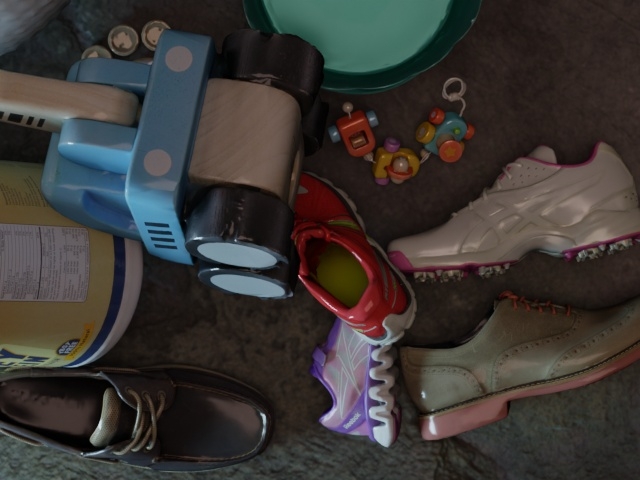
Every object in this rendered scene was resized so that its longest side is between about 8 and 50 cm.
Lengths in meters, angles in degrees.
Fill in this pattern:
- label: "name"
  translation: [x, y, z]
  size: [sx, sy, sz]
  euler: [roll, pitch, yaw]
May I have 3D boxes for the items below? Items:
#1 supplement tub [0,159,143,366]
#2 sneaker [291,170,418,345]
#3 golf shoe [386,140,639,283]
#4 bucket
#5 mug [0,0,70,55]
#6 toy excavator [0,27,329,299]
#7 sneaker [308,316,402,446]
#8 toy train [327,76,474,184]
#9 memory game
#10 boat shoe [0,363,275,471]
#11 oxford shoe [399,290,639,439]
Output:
- label: "supplement tub"
  translation: [-0.374, 0.023, 1.798]
  size: [0.316, 0.228, 0.228]
  euler: [3, 97, -43]
- label: "sneaker"
  translation: [0.000, 0.000, 1.874]
  size: [0.107, 0.118, 0.279]
  euler: [-50, 57, 6]
- label: "golf shoe"
  translation: [0.217, -0.031, 1.933]
  size: [0.306, 0.115, 0.140]
  euler: [-11, 86, -6]
- label: "bucket"
  translation: [0.046, -0.297, 1.860]
  size: [0.281, 0.183, 0.281]
  euler: [0, 96, 0]
- label: "mug"
  translation: [-0.394, -0.342, 1.675]
  size: [0.374, 0.328, 0.276]
  euler: [4, 57, -24]
- label: "toy excavator"
  translation: [-0.230, -0.115, 1.667]
  size: [0.445, 0.433, 0.222]
  euler: [8, 75, 4]
- label: "sneaker"
  translation: [0.037, 0.122, 1.950]
  size: [0.104, 0.095, 0.236]
  euler: [-1, 95, 11]
- label: "toy train"
  translation: [0.098, -0.117, 1.917]
  size: [0.166, 0.046, 0.125]
  euler: [-19, 131, -1]
- label: "memory game"
  translation: [-0.199, -0.164, 1.956]
  size: [0.186, 0.012, 0.186]
  euler: [0, 95, -1]
- label: "boat shoe"
  translation: [-0.230, 0.207, 1.931]
  size: [0.355, 0.130, 0.132]
  euler: [5, 96, -1]
- label: "oxford shoe"
  translation: [0.257, 0.111, 1.933]
  size: [0.348, 0.123, 0.130]
  euler: [-23, 90, 1]
